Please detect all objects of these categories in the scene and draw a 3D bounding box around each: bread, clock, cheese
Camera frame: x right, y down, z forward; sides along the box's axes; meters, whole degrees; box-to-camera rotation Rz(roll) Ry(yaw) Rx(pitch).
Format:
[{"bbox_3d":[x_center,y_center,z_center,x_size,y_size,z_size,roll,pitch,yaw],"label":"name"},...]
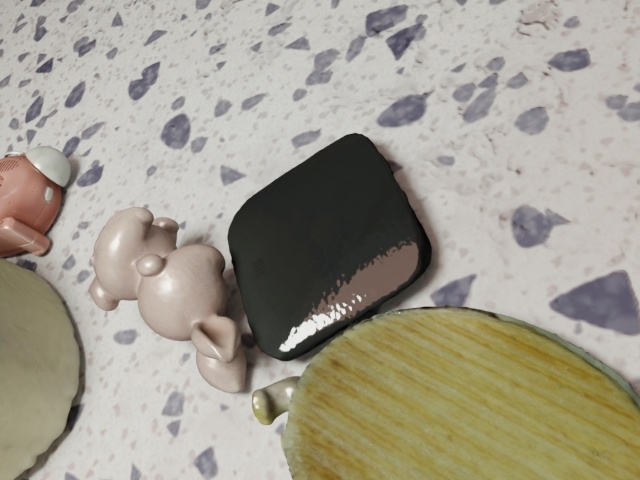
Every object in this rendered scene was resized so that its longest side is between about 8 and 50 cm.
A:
[{"bbox_3d":[0.105,0.138,0.434,0.266,0.041,0.267,3,34,-2],"label":"bread"},{"bbox_3d":[-0.441,-0.059,0.899,0.165,0.093,0.162,-11,55,24],"label":"clock"},{"bbox_3d":[-0.443,0.154,0.735,0.292,0.153,0.332,-50,50,-6],"label":"cheese"}]

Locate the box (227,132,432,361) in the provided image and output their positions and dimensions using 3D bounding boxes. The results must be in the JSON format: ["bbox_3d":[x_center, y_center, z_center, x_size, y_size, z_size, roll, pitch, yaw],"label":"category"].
[{"bbox_3d":[0.000,0.000,0.655,0.201,0.042,0.213,-32,51,8],"label":"box"}]

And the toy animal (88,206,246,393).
[{"bbox_3d":[-0.134,0.058,0.662,0.212,0.124,0.124,35,82,17],"label":"toy animal"}]

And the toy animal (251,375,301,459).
[{"bbox_3d":[0.035,0.194,0.479,0.168,0.121,0.233,-20,43,-3],"label":"toy animal"}]
